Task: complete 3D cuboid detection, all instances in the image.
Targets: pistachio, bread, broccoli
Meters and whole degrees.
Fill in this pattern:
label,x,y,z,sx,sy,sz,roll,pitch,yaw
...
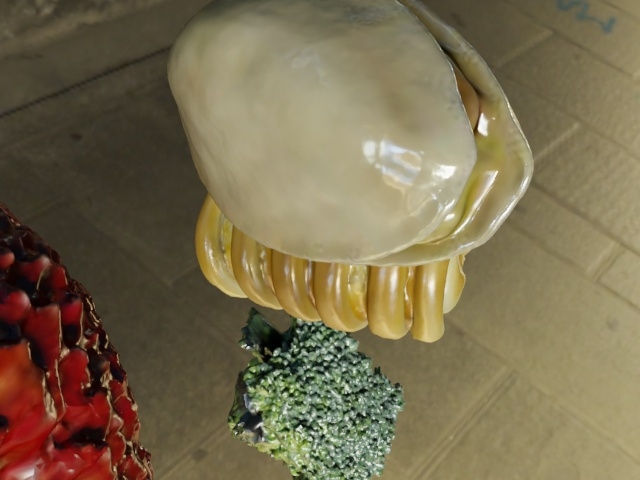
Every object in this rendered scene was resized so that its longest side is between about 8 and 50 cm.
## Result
label,x,y,z,sx,sy,sz,roll,pitch,yaw
pistachio,0.007,-0.066,0.512,0.223,0.152,0.126,25,10,42
bread,0.000,0.000,1.020,0.311,0.172,0.121,9,0,30
broccoli,-0.015,0.273,1.717,0.277,0.338,0.317,-44,62,-7

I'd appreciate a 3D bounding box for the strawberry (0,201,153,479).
label,x,y,z,sx,sy,sz,roll,pitch,yaw
strawberry,-0.176,0.065,0.403,0.261,0.261,0.257,32,56,12
